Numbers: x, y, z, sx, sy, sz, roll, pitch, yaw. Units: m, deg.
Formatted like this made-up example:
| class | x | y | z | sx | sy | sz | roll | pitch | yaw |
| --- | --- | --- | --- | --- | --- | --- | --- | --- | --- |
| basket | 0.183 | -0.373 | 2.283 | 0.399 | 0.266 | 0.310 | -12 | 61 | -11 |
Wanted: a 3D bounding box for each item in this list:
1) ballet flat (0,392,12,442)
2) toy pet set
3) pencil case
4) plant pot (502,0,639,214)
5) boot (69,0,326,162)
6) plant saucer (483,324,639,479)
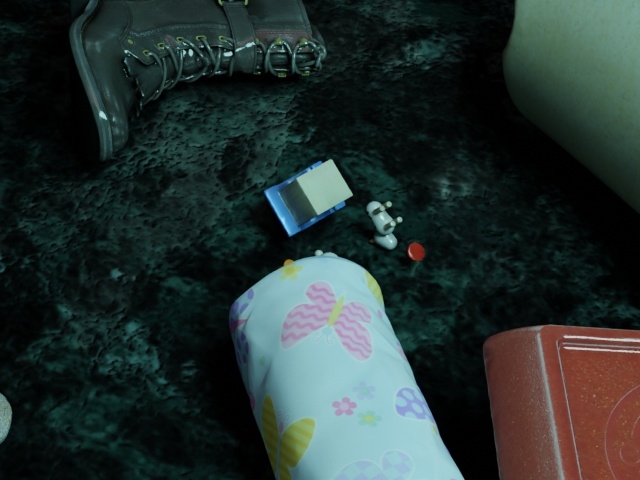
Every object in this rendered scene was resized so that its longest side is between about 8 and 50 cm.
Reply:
| class | x | y | z | sx | sy | sz | roll | pitch | yaw |
| --- | --- | --- | --- | --- | --- | --- | --- | --- | --- |
| ballet flat | -0.362 | 0.109 | 0.962 | 0.316 | 0.106 | 0.107 | -5 | 44 | -14 |
| toy pet set | 0.000 | 0.000 | 1.188 | 0.122 | 0.065 | 0.114 | -30 | 89 | -31 |
| pencil case | 0.028 | 0.134 | 0.991 | 0.124 | 0.113 | 0.273 | -2 | 43 | -24 |
| plant pot | 0.327 | -0.135 | 1.207 | 0.334 | 0.333 | 0.305 | -21 | 39 | -28 |
| boot | -0.107 | -0.166 | 1.311 | 0.229 | 0.091 | 0.263 | -1 | 41 | -9 |
| plant saucer | 0.242 | 0.145 | 0.917 | 0.259 | 0.047 | 0.259 | 4 | 42 | -4 |
